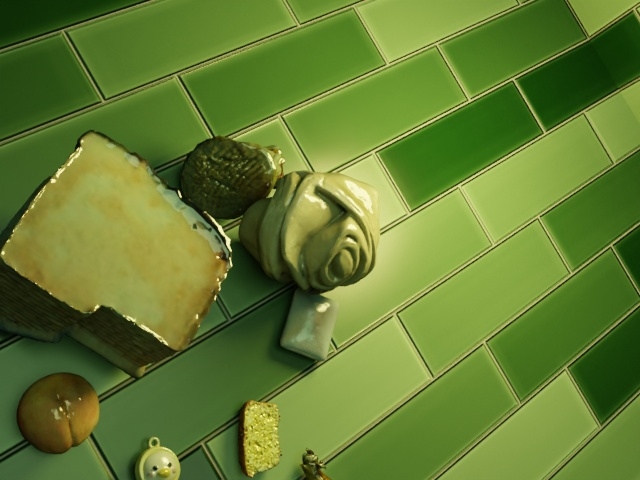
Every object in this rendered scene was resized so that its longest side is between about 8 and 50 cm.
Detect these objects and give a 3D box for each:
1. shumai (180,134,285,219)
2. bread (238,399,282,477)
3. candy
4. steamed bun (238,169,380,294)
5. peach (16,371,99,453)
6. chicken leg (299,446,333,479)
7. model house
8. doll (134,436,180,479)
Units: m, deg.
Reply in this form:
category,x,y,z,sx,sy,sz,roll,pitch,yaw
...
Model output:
category,x,y,z,sx,sy,sz,roll,pitch,yaw
shumai,-0.232,-0.176,2.055,0.271,0.204,0.222,3,102,2
bread,-0.156,0.498,1.919,0.103,0.065,0.188,1,73,-26
candy,-0.026,0.225,2.051,0.138,0.071,0.174,23,66,-17
steamed bun,0.000,0.000,1.963,0.367,0.342,0.255,4,51,-29
peach,-0.583,0.380,1.694,0.184,0.184,0.184,7,72,-23
chicken leg,0.006,0.642,1.938,0.103,0.088,0.228,-33,94,-16
model house,-0.500,0.066,1.730,0.445,0.400,0.395,36,51,-20
doll,-0.364,0.605,1.760,0.141,0.117,0.296,-6,78,-30
